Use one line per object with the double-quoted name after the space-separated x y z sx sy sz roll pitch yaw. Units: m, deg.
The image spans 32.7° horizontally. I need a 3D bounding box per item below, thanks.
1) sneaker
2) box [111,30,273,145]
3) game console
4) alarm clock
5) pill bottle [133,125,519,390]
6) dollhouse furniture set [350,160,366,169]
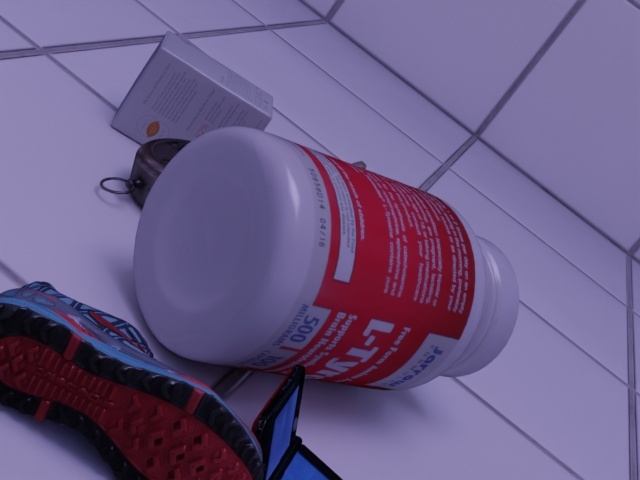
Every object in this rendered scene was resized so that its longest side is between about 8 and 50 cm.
-0.151 0.110 0.874 0.262 0.104 0.125 35 17 -6 "sneaker"
-0.167 -0.172 1.445 0.170 0.130 0.091 32 21 -14 "box"
-0.009 0.194 0.957 0.085 0.124 0.144 12 16 10 "game console"
-0.173 -0.073 1.282 0.192 0.064 0.129 -11 38 -42 "alarm clock"
0.026 0.038 1.151 0.408 0.229 0.229 16 28 -45 "pill bottle"
0.000 0.000 1.398 0.184 0.129 0.129 -14 50 -35 "dollhouse furniture set"
